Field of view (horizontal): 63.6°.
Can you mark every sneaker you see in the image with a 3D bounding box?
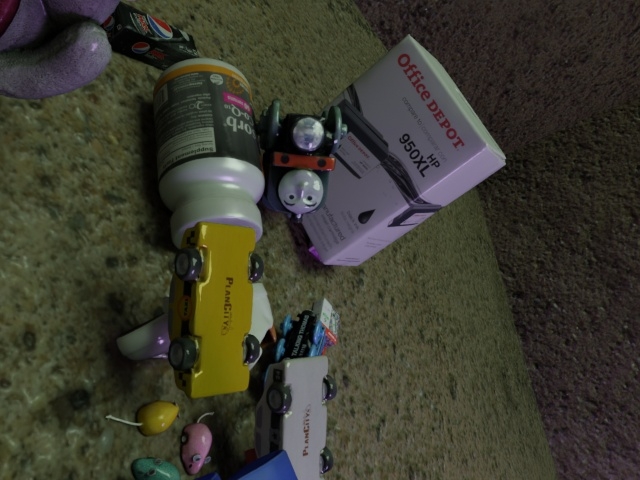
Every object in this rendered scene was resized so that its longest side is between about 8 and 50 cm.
[{"bbox_3d":[-0.142,0.136,0.713,0.290,0.106,0.123,-8,74,-63],"label":"sneaker"}]

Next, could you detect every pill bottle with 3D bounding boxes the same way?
[{"bbox_3d":[-0.173,-0.128,0.806,0.162,0.162,0.278,23,49,-53],"label":"pill bottle"}]

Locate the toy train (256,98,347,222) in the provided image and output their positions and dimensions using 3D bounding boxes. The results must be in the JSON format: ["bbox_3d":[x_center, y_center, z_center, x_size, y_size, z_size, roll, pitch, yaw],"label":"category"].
[{"bbox_3d":[-0.046,-0.137,0.909,0.334,0.142,0.190,-139,-128,-76],"label":"toy train"}]

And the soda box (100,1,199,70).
[{"bbox_3d":[-0.288,-0.340,0.876,0.169,0.060,0.053,0,69,-61],"label":"soda box"}]

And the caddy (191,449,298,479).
[{"bbox_3d":[-0.131,0.324,0.436,0.341,0.241,0.179,-2,66,-55],"label":"caddy"}]

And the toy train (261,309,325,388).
[{"bbox_3d":[-0.040,0.205,0.854,0.105,0.080,0.184,87,16,-46],"label":"toy train"}]

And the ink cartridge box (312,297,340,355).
[{"bbox_3d":[0.007,0.179,1.031,0.063,0.029,0.115,51,31,-29],"label":"ink cartridge box"}]

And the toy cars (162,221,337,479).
[{"bbox_3d":[-0.087,0.159,0.628,0.176,0.087,0.393,-48,122,-38],"label":"toy cars"}]

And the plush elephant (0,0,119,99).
[{"bbox_3d":[-0.355,-0.187,0.457,0.272,0.330,0.255,37,60,-23],"label":"plush elephant"}]

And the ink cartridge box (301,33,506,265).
[{"bbox_3d":[0.126,-0.169,1.068,0.166,0.395,0.285,5,52,-60],"label":"ink cartridge box"}]

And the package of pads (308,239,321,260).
[{"bbox_3d":[0.000,0.000,1.157,0.050,0.032,0.083,43,35,-32],"label":"package of pads"}]

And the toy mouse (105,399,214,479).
[{"bbox_3d":[-0.174,0.265,0.637,0.161,0.031,0.143,5,65,-60],"label":"toy mouse"}]

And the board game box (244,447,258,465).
[{"bbox_3d":[-0.031,0.417,0.684,0.145,0.027,0.281,37,36,-63],"label":"board game box"}]
